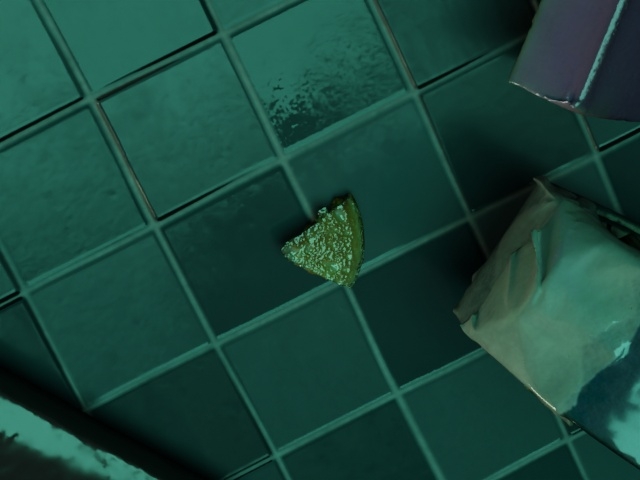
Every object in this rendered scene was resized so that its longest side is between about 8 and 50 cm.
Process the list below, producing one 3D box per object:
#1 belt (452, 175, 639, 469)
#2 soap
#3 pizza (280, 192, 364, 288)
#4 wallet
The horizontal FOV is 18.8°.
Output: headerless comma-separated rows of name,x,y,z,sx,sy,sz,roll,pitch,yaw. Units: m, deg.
belt,0.324,0.114,1.634,0.437,0.300,0.173,26,101,-20
soap,0.268,-0.229,1.573,0.181,0.081,0.259,0,116,-58
pizza,0.000,0.000,1.669,0.078,0.025,0.083,-1,103,-17
wallet,-0.254,0.244,1.681,0.406,0.062,0.228,32,99,-22
